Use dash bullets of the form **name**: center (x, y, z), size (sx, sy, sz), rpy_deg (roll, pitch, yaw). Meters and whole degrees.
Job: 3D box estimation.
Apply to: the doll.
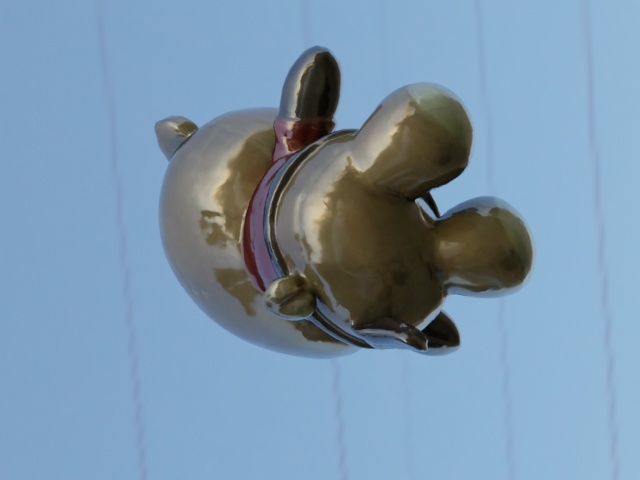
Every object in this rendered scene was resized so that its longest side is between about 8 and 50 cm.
- **doll**: center (0.000, 0.000, 1.256), size (0.174, 0.330, 0.235), rpy_deg (-41, -74, -20)
